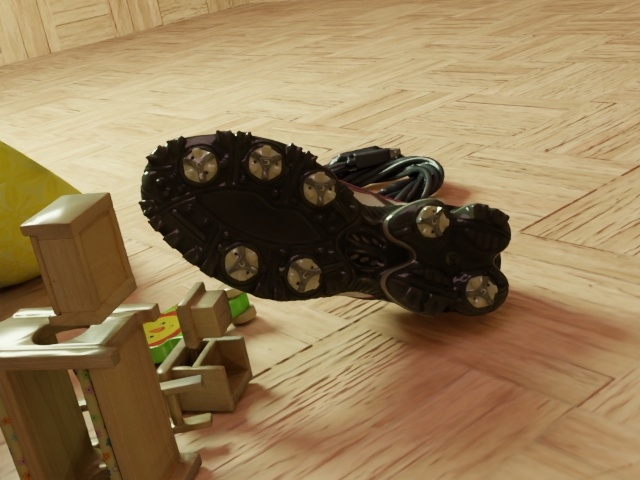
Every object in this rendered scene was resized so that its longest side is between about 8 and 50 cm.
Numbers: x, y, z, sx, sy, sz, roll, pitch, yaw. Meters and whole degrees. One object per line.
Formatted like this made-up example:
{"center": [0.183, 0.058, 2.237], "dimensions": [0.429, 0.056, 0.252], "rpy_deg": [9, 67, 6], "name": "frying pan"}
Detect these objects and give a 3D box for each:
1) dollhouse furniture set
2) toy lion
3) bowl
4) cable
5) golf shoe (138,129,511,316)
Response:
{"center": [-0.129, 0.046, 0.519], "dimensions": [0.101, 0.182, 0.161], "rpy_deg": [-4, 22, 17], "name": "dollhouse furniture set"}
{"center": [-0.111, 0.068, 0.673], "dimensions": [0.096, 0.034, 0.100], "rpy_deg": [-9, 19, 26], "name": "toy lion"}
{"center": [-0.375, -0.028, 0.818], "dimensions": [0.289, 0.289, 0.156], "rpy_deg": [15, 74, 48], "name": "bowl"}
{"center": [0.033, -0.051, 0.899], "dimensions": [0.184, 0.047, 0.150], "rpy_deg": [-12, 26, -12], "name": "cable"}
{"center": [0.000, 0.000, 0.626], "dimensions": [0.273, 0.105, 0.120], "rpy_deg": [16, -6, -14], "name": "golf shoe"}
